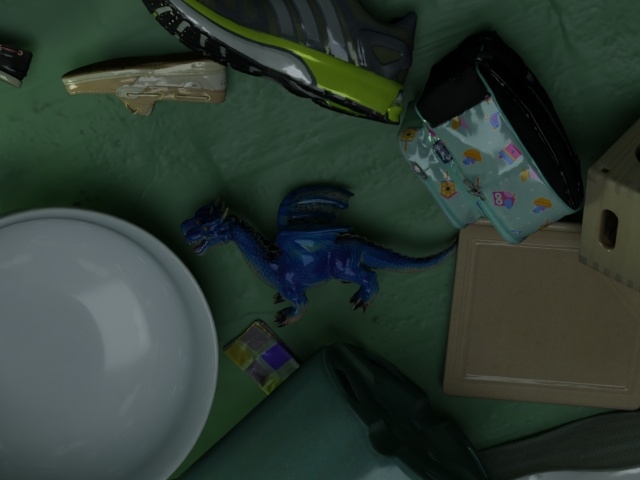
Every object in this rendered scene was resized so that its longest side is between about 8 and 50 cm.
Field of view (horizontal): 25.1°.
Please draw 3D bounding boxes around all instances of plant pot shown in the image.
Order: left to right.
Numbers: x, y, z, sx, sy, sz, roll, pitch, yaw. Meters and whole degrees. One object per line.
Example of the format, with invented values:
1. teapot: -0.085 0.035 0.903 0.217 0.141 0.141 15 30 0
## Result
1. plant pot: -0.010 0.309 1.533 0.341 0.341 0.334 38 105 -13

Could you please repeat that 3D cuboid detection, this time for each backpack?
1. backpack: 0.170 -0.088 1.406 0.144 0.166 0.188 -38 103 22

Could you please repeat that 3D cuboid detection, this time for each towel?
1. towel: -0.064 0.133 1.613 0.060 0.009 0.083 -38 107 18

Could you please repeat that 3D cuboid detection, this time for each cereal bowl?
1. cereal bowl: -0.287 0.126 1.522 0.339 0.141 0.339 -1 94 -20

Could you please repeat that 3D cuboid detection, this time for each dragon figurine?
1. dragon figurine: 0.000 0.000 1.495 0.289 0.085 0.144 -11 120 8

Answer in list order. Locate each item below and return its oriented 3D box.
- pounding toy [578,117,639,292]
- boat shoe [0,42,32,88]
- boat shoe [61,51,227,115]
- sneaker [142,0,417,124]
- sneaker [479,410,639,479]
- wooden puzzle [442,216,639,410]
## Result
1. pounding toy: 0.345 -0.085 1.410 0.094 0.206 0.181 29 144 29
2. boat shoe: -0.359 -0.200 1.466 0.133 0.049 0.042 23 87 1
3. boat shoe: -0.177 -0.155 1.459 0.170 0.063 0.059 -4 109 6
4. sneaker: -0.040 -0.219 1.396 0.300 0.111 0.121 23 84 -19
5. sneaker: 0.301 0.299 1.616 0.292 0.108 0.169 -16 115 22
6. wooden puzzle: 0.251 0.077 1.548 0.221 0.044 0.238 4 120 2
